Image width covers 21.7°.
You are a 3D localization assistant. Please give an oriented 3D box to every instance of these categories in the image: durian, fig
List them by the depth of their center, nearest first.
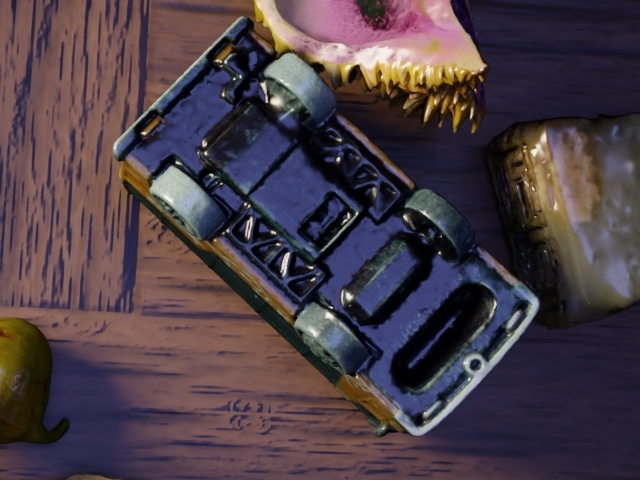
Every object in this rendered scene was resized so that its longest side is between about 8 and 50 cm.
[{"bbox_3d":[-0.214,0.105,1.128,0.082,0.084,0.098,-30,99,20],"label":"fig"},{"bbox_3d":[0.034,-0.189,1.160,0.187,0.153,0.260,6,61,6],"label":"durian"}]

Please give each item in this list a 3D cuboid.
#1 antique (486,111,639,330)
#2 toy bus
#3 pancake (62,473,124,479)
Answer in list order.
[{"bbox_3d":[0.278,-0.036,1.203,0.284,0.125,0.150,-12,89,-11],"label":"antique"},{"bbox_3d":[0.000,0.000,1.130,0.275,0.167,0.138,43,80,0],"label":"toy bus"},{"bbox_3d":[-0.154,0.327,1.128,0.356,0.065,0.356,0,86,-6],"label":"pancake"}]
